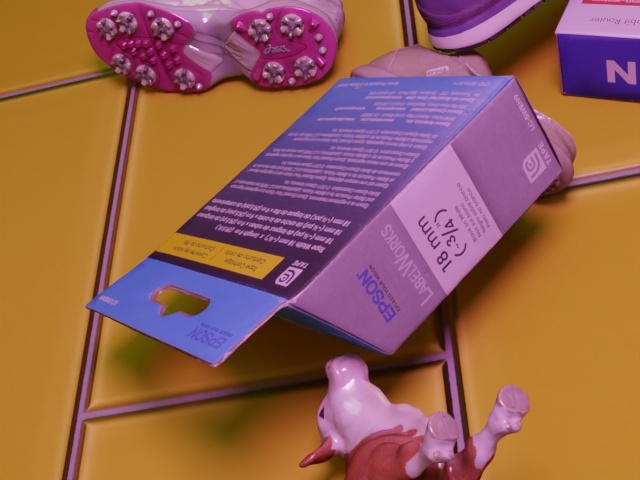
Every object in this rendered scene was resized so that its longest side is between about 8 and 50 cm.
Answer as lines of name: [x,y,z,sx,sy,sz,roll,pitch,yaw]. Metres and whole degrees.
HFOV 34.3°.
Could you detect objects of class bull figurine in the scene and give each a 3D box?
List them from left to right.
bull figurine: [0.060,0.199,0.688,0.101,0.188,0.311,11,53,-19]

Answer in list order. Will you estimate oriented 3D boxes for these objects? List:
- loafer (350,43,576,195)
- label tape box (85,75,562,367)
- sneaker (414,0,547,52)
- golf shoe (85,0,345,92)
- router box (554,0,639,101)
loafer: [0.140,-0.130,0.985,0.092,0.102,0.268,-46,50,-14]
label tape box: [0.000,0.000,0.865,0.333,0.106,0.240,-44,28,-21]
sneaker: [0.203,-0.305,0.990,0.283,0.124,0.107,-39,31,-18]
golf shoe: [-0.115,-0.244,1.189,0.306,0.115,0.140,6,41,16]
router box: [0.433,-0.255,1.006,0.335,0.082,0.301,11,54,28]
